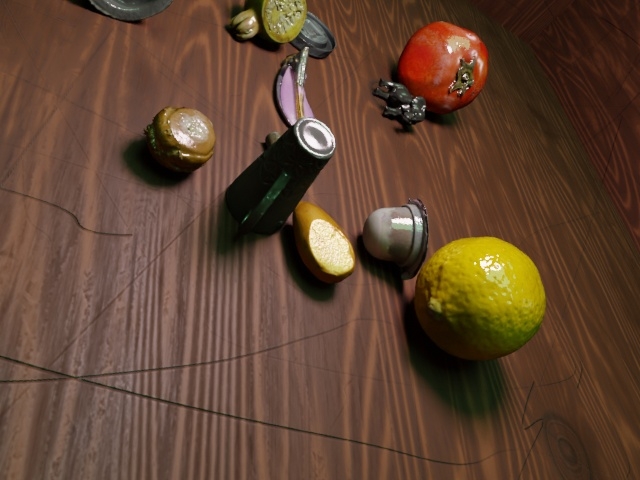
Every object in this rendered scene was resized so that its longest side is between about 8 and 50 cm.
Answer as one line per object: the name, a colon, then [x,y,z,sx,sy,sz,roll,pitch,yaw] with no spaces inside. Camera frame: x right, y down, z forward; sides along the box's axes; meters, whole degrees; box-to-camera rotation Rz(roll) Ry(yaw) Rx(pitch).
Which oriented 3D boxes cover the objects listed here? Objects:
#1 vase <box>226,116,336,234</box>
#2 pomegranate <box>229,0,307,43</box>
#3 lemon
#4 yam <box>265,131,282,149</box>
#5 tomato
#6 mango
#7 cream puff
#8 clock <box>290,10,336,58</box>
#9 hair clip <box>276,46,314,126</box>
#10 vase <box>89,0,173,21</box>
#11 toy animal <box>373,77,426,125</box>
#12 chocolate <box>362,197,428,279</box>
vase: [-0.088,-0.134,1.257,0.156,0.301,0.251,36,48,-11]
pomegranate: [-0.169,-0.701,1.801,0.159,0.241,0.190,31,-2,40]
lemon: [0.397,0.144,1.436,0.336,0.336,0.336,24,43,-25]
yam: [-0.107,-0.223,1.498,0.054,0.054,0.132,8,51,-38]
tomato: [0.460,-0.653,2.192,0.292,0.325,0.290,0,29,-31]
mango: [-0.003,0.003,1.352,0.141,0.102,0.217,-19,73,-38]
cream puff: [-0.310,-0.217,1.258,0.165,0.115,0.150,10,56,-48]
clock: [-0.049,-0.725,2.003,0.225,0.049,0.226,23,43,-24]
hair clip: [-0.074,-0.448,1.728,0.110,0.095,0.359,55,30,-53]
vase: [-0.515,-0.742,1.470,0.245,0.245,0.291,4,45,-40]
toy animal: [0.291,-0.493,2.050,0.146,0.114,0.245,12,49,-34]
chocolate: [0.184,-0.007,1.506,0.147,0.221,0.221,-2,53,-9]
